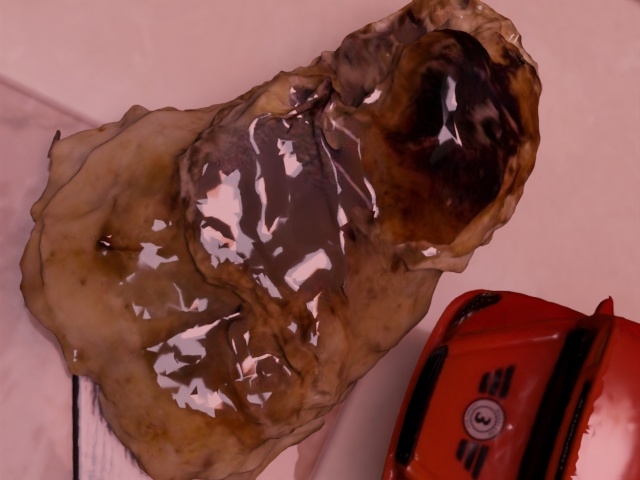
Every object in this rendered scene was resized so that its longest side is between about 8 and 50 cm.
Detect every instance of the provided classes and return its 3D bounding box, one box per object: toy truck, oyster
[{"bbox_3d":[0.147,0.092,0.450,0.253,0.114,0.107,18,78,10],"label":"toy truck"},{"bbox_3d":[-0.001,-0.016,0.522,0.233,0.107,0.161,-36,98,-16],"label":"oyster"}]

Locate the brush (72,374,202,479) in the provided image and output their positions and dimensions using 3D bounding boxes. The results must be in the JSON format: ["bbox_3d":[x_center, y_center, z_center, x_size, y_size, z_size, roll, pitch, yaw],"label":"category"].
[{"bbox_3d":[-0.070,0.125,0.539,0.063,0.016,0.193,0,82,-13],"label":"brush"}]
